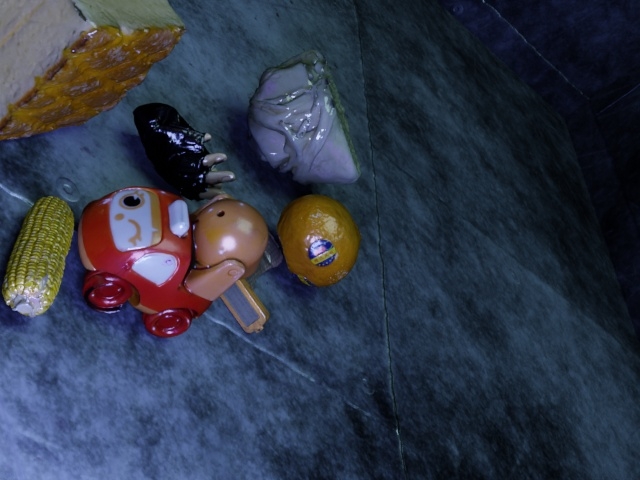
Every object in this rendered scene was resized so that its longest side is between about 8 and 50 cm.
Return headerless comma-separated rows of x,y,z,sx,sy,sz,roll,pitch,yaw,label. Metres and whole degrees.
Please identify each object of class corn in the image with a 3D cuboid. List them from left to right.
-0.401,0.022,1.618,0.080,0.080,0.238,39,28,-25,corn

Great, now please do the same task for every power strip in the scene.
-0.152,0.081,1.961,0.178,0.049,0.028,54,22,2,power strip

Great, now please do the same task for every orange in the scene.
-0.003,0.000,2.158,0.177,0.155,0.177,60,2,-4,orange

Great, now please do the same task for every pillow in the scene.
-0.140,0.014,2.076,0.135,0.034,0.211,50,26,-4,pillow

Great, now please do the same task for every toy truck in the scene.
-0.225,0.005,1.732,0.265,0.239,0.189,28,36,-38,toy truck

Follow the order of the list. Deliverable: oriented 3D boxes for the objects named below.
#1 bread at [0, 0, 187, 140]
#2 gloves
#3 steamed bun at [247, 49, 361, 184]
-0.409,-0.321,1.791,0.207,0.279,0.279,55,30,6,bread
-0.235,-0.146,2.011,0.203,0.124,0.164,56,8,25,gloves
-0.048,-0.229,2.346,0.280,0.207,0.268,64,12,-47,steamed bun
